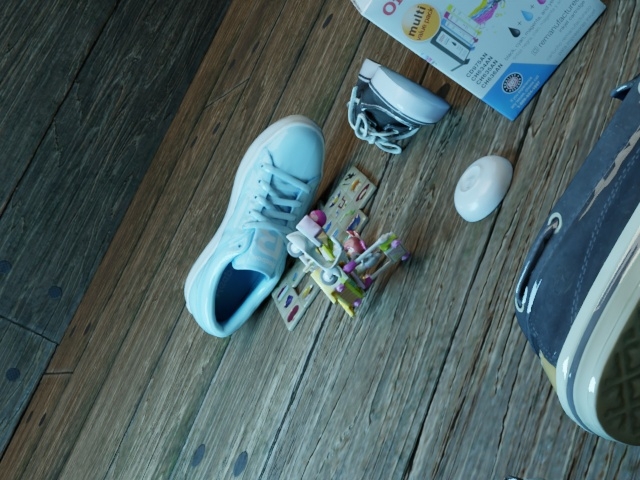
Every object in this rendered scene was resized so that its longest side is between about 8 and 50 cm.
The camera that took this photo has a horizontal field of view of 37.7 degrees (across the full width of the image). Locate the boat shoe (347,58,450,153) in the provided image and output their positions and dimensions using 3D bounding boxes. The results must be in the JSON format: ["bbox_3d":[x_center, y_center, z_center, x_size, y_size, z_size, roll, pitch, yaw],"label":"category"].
[{"bbox_3d":[0.090,-0.183,1.306,0.105,0.113,0.306,-62,18,11],"label":"boat shoe"}]

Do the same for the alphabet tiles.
[{"bbox_3d":[0.000,0.000,1.402,0.237,0.009,0.198,-55,22,9],"label":"alphabet tiles"}]

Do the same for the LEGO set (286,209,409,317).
[{"bbox_3d":[0.039,0.012,1.182,0.107,0.132,0.287,-40,0,3],"label":"LEGO set"}]

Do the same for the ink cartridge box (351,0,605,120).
[{"bbox_3d":[0.171,-0.292,1.103,0.171,0.233,0.168,-52,23,19],"label":"ink cartridge box"}]

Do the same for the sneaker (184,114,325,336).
[{"bbox_3d":[-0.081,-0.009,1.428,0.365,0.135,0.150,-64,28,12],"label":"sneaker"}]

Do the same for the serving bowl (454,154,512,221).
[{"bbox_3d":[0.180,-0.063,1.068,0.083,0.027,0.083,-46,26,31],"label":"serving bowl"}]

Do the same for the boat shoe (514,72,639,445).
[{"bbox_3d":[0.295,-0.096,0.661,0.500,0.187,0.156,-61,27,9],"label":"boat shoe"}]

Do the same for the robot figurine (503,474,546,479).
[{"bbox_3d":[0.159,0.266,0.616,0.291,0.085,0.211,-18,45,58],"label":"robot figurine"}]
